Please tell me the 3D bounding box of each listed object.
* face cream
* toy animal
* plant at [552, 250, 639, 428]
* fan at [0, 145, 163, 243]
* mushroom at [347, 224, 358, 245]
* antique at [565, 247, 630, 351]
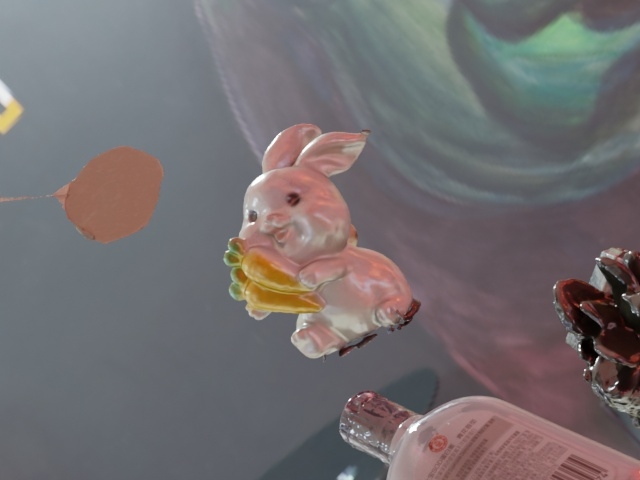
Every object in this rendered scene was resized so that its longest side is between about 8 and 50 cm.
[{"bbox_3d":[0.127,0.194,0.905,0.291,0.071,0.144,18,59,47],"label":"face cream"},{"bbox_3d":[-0.001,0.002,1.582,0.183,0.310,0.247,-21,14,47],"label":"toy animal"},{"bbox_3d":[0.459,0.141,1.535,0.188,0.276,0.199,-34,37,23],"label":"plant"},{"bbox_3d":[-0.404,-0.074,1.858,0.010,0.310,0.182,57,-144,-58],"label":"fan"},{"bbox_3d":[0.028,-0.003,2.075,0.083,0.083,0.067,-57,-19,-71],"label":"mushroom"},{"bbox_3d":[0.485,0.106,1.848,0.088,0.086,0.183,-110,41,-83],"label":"antique"}]
